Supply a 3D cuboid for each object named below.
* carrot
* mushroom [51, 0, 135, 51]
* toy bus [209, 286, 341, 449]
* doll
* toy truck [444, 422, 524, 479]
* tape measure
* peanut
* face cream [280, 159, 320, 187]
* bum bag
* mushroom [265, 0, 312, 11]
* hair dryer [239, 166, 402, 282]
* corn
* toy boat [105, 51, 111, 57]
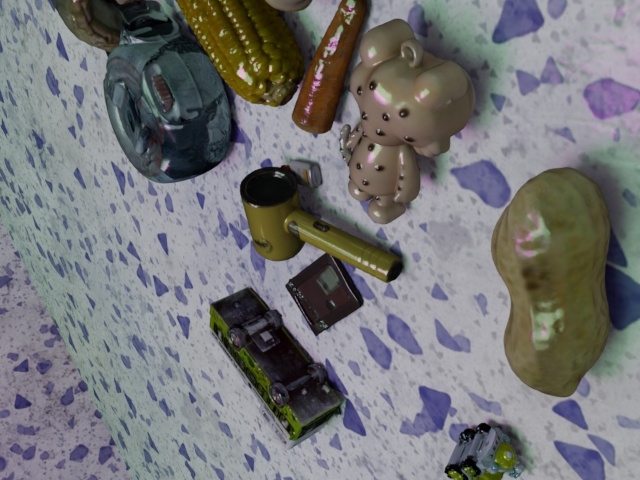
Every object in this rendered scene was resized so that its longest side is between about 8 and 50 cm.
[{"bbox_3d":[0.017,-0.235,0.933,0.061,0.061,0.209,48,139,24],"label":"carrot"},{"bbox_3d":[-0.390,-0.466,1.231,0.189,0.164,0.267,47,143,22],"label":"mushroom"},{"bbox_3d":[-0.094,0.237,1.345,0.301,0.113,0.139,49,144,26],"label":"toy bus"},{"bbox_3d":[0.086,-0.133,0.861,0.154,0.119,0.278,54,155,16],"label":"doll"},{"bbox_3d":[0.229,0.304,0.984,0.077,0.076,0.111,38,147,-3],"label":"toy truck"},{"bbox_3d":[-0.279,-0.235,1.249,0.275,0.147,0.256,55,146,16],"label":"tape measure"},{"bbox_3d":[0.239,0.050,0.760,0.125,0.111,0.274,26,130,49],"label":"peanut"},{"bbox_3d":[-0.033,-0.105,1.109,0.083,0.021,0.040,18,127,48],"label":"face cream"},{"bbox_3d":[0.006,0.088,1.186,0.109,0.026,0.159,59,141,7],"label":"bum bag"},{"bbox_3d":[0.024,-0.328,0.789,0.329,0.122,0.159,0,86,56],"label":"mushroom"},{"bbox_3d":[0.000,0.000,1.080,0.279,0.090,0.134,27,144,30],"label":"hair dryer"},{"bbox_3d":[-0.142,-0.338,1.017,0.363,0.120,0.120,55,145,14],"label":"corn"},{"bbox_3d":[-0.395,-0.372,1.399,0.141,0.060,0.055,64,148,13],"label":"toy boat"}]
